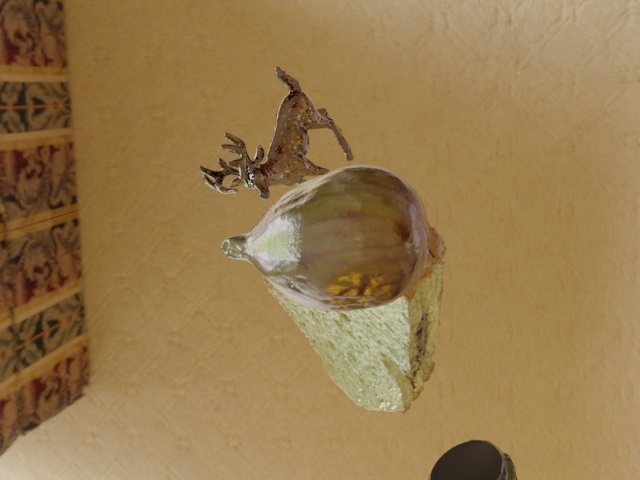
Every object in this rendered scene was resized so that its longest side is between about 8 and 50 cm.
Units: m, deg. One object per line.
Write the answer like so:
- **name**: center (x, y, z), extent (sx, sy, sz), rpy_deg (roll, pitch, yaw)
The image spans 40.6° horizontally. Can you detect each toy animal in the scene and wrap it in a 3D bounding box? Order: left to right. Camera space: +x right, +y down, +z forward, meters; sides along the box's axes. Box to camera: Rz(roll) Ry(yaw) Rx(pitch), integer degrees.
- **toy animal**: center (-0.062, -0.136, 1.323), extent (0.087, 0.260, 0.243), rpy_deg (-24, 50, 40)

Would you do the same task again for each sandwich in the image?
- **sandwich**: center (0.083, 0.097, 1.050), extent (0.254, 0.099, 0.288), rpy_deg (54, 150, -14)

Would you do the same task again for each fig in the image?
- **fig**: center (0.000, 0.000, 0.615), extent (0.155, 0.103, 0.109), rpy_deg (1, 131, 10)

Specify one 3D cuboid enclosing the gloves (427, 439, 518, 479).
- **gloves**: center (0.165, 0.286, 0.757), extent (0.107, 0.135, 0.268), rpy_deg (5, 132, 30)
